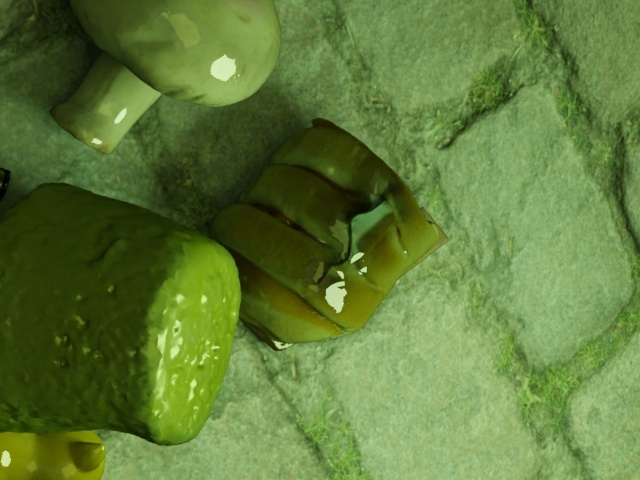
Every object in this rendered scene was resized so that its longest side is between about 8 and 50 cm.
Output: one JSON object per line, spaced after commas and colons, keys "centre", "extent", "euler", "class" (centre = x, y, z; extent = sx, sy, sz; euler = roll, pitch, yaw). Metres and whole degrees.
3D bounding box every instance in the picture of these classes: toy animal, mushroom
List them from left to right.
{"centre": [-0.422, 0.315, 1.355], "extent": [0.229, 0.156, 0.156], "euler": [11, 88, -16], "class": "toy animal"}
{"centre": [-0.227, -0.305, 1.337], "extent": [0.356, 0.315, 0.315], "euler": [-35, 110, -25], "class": "mushroom"}

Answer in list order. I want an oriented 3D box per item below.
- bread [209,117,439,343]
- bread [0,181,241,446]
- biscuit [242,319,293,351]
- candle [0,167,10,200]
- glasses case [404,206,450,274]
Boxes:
{"centre": [0.000, 0.000, 1.499], "extent": [0.341, 0.210, 0.300], "euler": [-43, 102, -20], "class": "bread"}
{"centre": [-0.285, 0.111, 1.261], "extent": [0.348, 0.307, 0.348], "euler": [13, 90, -74], "class": "bread"}
{"centre": [-0.050, 0.067, 1.606], "extent": [0.182, 0.034, 0.215], "euler": [46, 70, -19], "class": "biscuit"}
{"centre": [-0.503, -0.097, 1.335], "extent": [0.130, 0.052, 0.052], "euler": [21, 83, -28], "class": "candle"}
{"centre": [0.121, 0.019, 1.692], "extent": [0.193, 0.070, 0.102], "euler": [-36, 82, -20], "class": "glasses case"}
